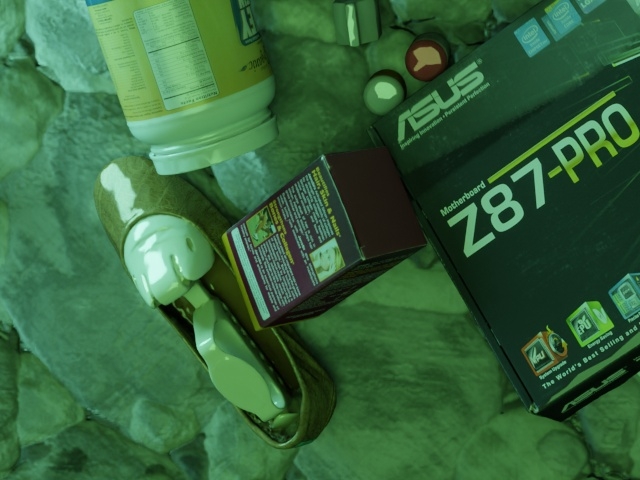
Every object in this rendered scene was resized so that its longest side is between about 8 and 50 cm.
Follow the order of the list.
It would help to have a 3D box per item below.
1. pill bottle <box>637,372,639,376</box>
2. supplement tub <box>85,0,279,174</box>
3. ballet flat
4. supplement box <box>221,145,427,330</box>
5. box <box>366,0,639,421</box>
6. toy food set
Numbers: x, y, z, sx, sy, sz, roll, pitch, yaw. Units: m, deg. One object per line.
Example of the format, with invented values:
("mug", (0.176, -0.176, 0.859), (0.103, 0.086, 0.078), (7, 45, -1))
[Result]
("pill bottle", (0.387, 0.036, 1.479), (0.246, 0.136, 0.136), (-41, 96, 16))
("supplement tub", (-0.125, -0.174, 1.491), (0.144, 0.144, 0.199), (-15, 104, 12))
("ballet flat", (-0.109, 0.068, 1.568), (0.116, 0.124, 0.342), (-32, 99, 17))
("supplement box", (0.000, 0.000, 1.495), (0.188, 0.081, 0.104), (-35, 72, 49))
("box", (0.281, -0.077, 1.417), (0.395, 0.097, 0.318), (-34, 66, 16))
("toy food set", (0.062, -0.224, 1.469), (0.111, 0.104, 0.232), (-4, 105, 10))
